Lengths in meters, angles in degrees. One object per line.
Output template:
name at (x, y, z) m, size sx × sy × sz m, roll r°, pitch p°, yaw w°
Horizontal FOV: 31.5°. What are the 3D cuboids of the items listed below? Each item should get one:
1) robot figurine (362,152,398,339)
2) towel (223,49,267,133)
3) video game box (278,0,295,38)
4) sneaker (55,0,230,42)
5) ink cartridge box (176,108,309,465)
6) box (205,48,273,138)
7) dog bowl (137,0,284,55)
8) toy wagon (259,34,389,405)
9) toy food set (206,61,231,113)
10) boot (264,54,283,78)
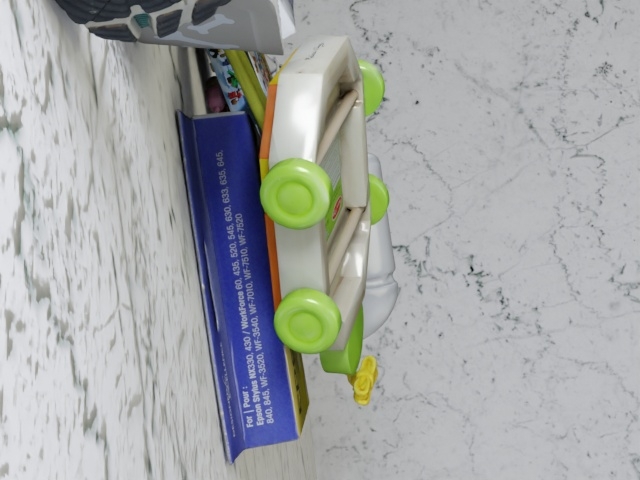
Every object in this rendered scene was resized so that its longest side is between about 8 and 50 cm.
robot figurine at (0.000, 0.000, 1.606) m, size 0.300 × 0.199 × 0.354 m, roll -174°, pitch -105°, yaw -86°
towel at (-0.082, -0.169, 1.069) m, size 0.237 × 0.021 × 0.102 m, roll 64°, pitch 6°, yaw 19°
video game box at (-0.094, -0.322, 1.210) m, size 0.205 × 0.048 × 0.187 m, roll 59°, pitch 12°, yaw -21°
sneaker at (-0.089, -0.199, 0.475) m, size 0.275 × 0.107 × 0.110 m, roll 82°, pitch -9°, yaw -53°
ink cartridge box at (-0.066, 0.036, 1.086) m, size 0.307 × 0.072 × 0.304 m, roll 165°, pitch -83°, yaw -89°
box at (-0.087, -0.194, 1.288) m, size 0.159 × 0.044 × 0.233 m, roll -96°, pitch 167°, yaw -63°
dog bowl at (-0.097, -0.287, 0.734) m, size 0.349 × 0.102 × 0.349 m, roll 171°, pitch -90°, yaw -90°
toy wagon at (0.009, -0.004, 1.038) m, size 0.267 × 0.068 × 0.344 m, roll -64°, pitch 153°, yaw -60°
toy food set at (-0.107, -0.140, 1.270) m, size 0.078 × 0.019 × 0.122 m, roll -84°, pitch 156°, yaw -76°
boot at (-0.079, -0.299, 2.017) m, size 0.258 × 0.123 × 0.095 m, roll 81°, pitch 1°, yaw -69°
